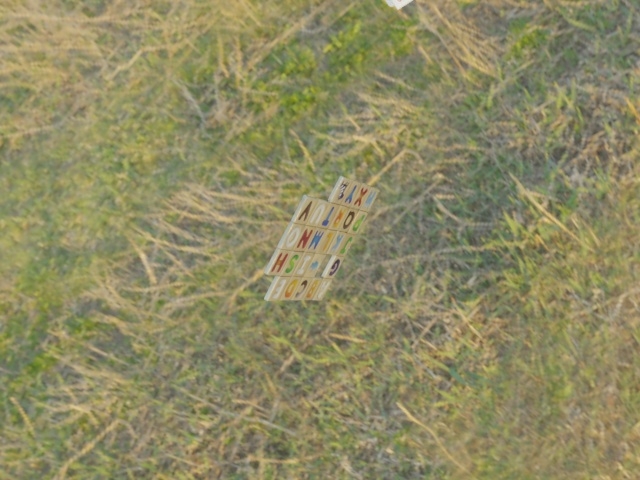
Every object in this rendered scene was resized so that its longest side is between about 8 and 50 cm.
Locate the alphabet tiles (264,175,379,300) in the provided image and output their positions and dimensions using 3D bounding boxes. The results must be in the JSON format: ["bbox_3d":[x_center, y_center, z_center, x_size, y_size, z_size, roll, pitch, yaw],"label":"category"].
[{"bbox_3d":[0.000,0.000,1.225,0.009,0.237,0.198,31,99,21],"label":"alphabet tiles"}]

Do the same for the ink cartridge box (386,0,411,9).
[{"bbox_3d":[0.147,-0.441,1.355,0.143,0.092,0.090,-30,17,22],"label":"ink cartridge box"}]
